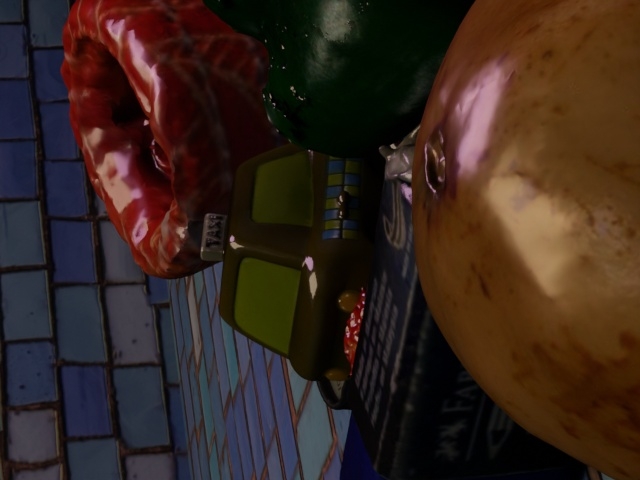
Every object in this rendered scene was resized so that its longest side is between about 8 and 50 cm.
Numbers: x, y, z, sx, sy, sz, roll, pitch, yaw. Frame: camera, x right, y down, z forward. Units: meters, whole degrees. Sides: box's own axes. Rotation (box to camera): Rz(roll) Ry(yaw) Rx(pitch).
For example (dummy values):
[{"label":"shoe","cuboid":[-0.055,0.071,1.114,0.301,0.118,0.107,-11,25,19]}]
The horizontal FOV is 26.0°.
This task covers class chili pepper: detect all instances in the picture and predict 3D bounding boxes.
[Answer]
[{"label":"chili pepper","cuboid":[0.052,-0.175,0.836,0.257,0.248,0.233,126,139,-59]}]

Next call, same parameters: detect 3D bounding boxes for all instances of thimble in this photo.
[{"label":"thimble","cuboid":[-0.128,-0.140,1.529,0.350,0.230,0.350,49,150,41]}]

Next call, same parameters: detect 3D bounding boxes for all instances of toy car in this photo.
[{"label":"toy car","cuboid":[0.000,0.000,1.166,0.248,0.198,0.204,-86,4,-46]}]

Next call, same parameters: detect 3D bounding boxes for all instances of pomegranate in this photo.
[{"label":"pomegranate","cuboid":[0.150,-0.016,0.547,0.248,0.248,0.248,178,90,-77]}]

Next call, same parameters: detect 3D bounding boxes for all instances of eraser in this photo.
[{"label":"eraser","cuboid":[0.101,0.076,0.890,0.102,0.155,0.332,-112,23,-49]}]

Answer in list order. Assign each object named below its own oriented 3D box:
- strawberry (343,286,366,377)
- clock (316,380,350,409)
[{"label":"strawberry","cuboid":[0.086,0.069,1.014,0.086,0.145,0.145,40,132,55]},{"label":"clock","cuboid":[0.023,0.090,1.472,0.184,0.040,0.185,178,90,-76]}]
